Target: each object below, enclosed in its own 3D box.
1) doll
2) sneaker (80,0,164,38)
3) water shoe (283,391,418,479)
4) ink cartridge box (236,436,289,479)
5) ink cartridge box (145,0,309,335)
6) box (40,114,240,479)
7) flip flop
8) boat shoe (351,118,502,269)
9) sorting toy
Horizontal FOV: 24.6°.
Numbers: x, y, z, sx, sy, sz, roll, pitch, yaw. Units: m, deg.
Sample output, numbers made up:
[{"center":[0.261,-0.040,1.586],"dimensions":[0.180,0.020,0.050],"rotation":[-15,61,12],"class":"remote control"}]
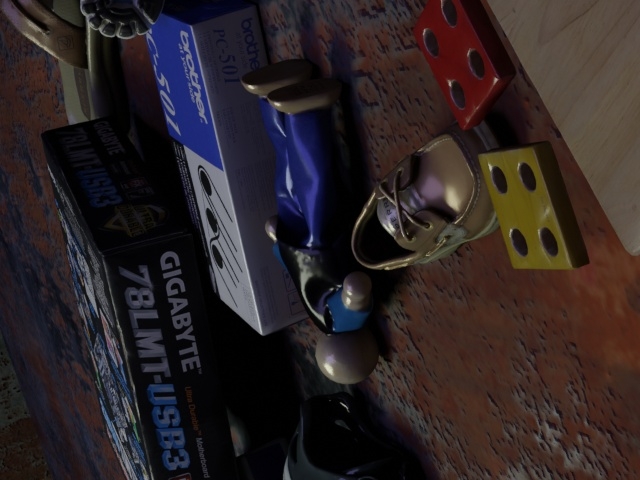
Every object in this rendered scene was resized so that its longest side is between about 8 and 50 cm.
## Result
[{"center":[0.000,0.000,0.820],"dimensions":[0.129,0.046,0.189],"rotation":[41,146,57],"class":"doll"},{"center":[-0.118,-0.205,0.870],"dimensions":[0.073,0.063,0.162],"rotation":[-124,43,-68],"class":"sneaker"},{"center":[0.032,0.170,0.867],"dimensions":[0.203,0.073,0.080],"rotation":[46,143,45],"class":"water shoe"},{"center":[-0.030,0.280,1.199],"dimensions":[0.223,0.045,0.224],"rotation":[67,162,8],"class":"ink cartridge box"},{"center":[-0.057,-0.052,0.927],"dimensions":[0.097,0.046,0.207],"rotation":[35,141,58],"class":"ink cartridge box"},{"center":[-0.138,0.083,1.143],"dimensions":[0.295,0.073,0.293],"rotation":[-133,30,-63],"class":"box"},{"center":[-0.221,-0.185,1.196],"dimensions":[0.112,0.080,0.277],"rotation":[51,154,44],"class":"flip flop"},{"center":[0.048,-0.015,0.670],"dimensions":[0.050,0.045,0.135],"rotation":[65,161,14],"class":"boat shoe"},{"center":[0.102,-0.079,0.447],"dimensions":[0.132,0.046,0.274],"rotation":[64,160,16],"class":"sorting toy"}]
